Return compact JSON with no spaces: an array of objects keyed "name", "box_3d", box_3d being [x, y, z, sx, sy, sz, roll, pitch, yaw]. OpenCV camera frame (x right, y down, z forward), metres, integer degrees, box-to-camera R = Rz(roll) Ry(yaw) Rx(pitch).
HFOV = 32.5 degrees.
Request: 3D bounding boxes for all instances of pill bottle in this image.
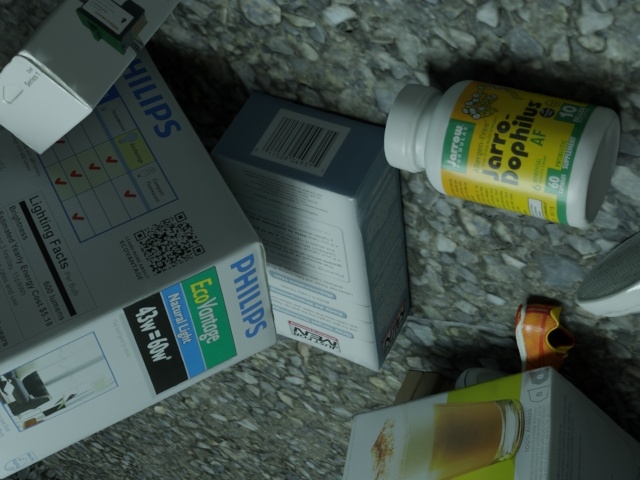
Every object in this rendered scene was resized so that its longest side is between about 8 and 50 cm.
[{"name":"pill bottle","box_3d":[0.174,-0.092,1.073,0.208,0.118,0.118,16,148,24]}]

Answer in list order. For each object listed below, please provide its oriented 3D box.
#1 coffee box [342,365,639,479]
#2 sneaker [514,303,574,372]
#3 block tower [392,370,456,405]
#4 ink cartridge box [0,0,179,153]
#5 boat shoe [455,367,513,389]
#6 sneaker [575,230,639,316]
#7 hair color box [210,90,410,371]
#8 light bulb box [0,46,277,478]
[{"name":"coffee box","box_3d":[0.238,0.415,1.415,0.334,0.338,0.338,-21,133,38]},{"name":"sneaker","box_3d":[0.288,0.145,1.391,0.067,0.064,0.175,4,145,22]},{"name":"block tower","box_3d":[0.231,0.341,1.707,0.091,0.097,0.335,0,140,43]},{"name":"ink cartridge box","box_3d":[-0.246,-0.212,1.160,0.092,0.219,0.160,41,149,-18]},{"name":"boat shoe","box_3d":[0.298,0.222,1.497,0.226,0.083,0.076,23,141,-11]},{"name":"sneaker","box_3d":[0.403,0.055,1.104,0.169,0.108,0.292,41,148,-12]},{"name":"hair color box","box_3d":[0.000,0.000,1.374,0.185,0.114,0.374,19,148,20]},{"name":"light bulb box","box_3d":[-0.289,0.011,1.269,0.358,0.361,0.225,57,165,31]}]
